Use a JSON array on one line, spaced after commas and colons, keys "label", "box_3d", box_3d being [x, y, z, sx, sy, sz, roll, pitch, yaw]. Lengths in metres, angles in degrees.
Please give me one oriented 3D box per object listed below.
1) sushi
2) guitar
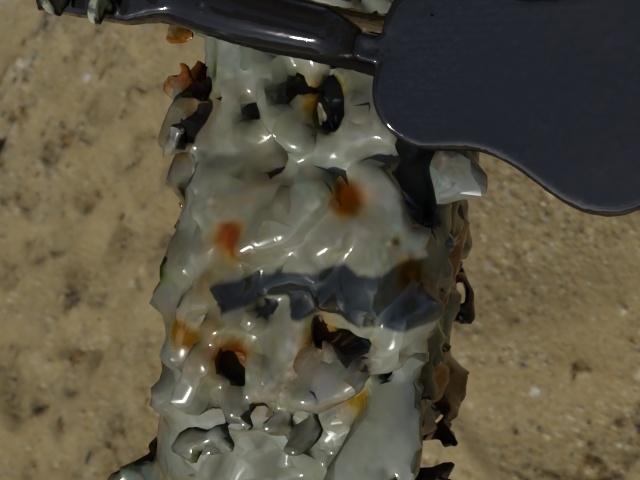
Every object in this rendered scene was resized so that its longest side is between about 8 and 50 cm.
[{"label": "sushi", "box_3d": [-0.001, 0.004, 0.676, 0.417, 0.176, 0.417, 5, -90, -83]}, {"label": "guitar", "box_3d": [0.007, -0.076, 0.462, 0.038, 0.271, 0.083, -37, -40, -73]}]
